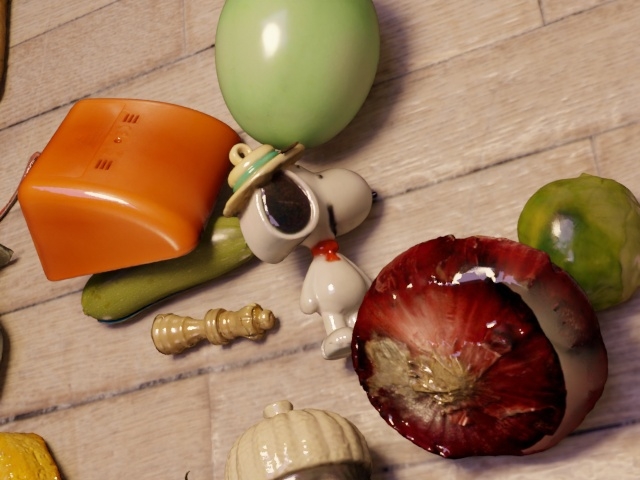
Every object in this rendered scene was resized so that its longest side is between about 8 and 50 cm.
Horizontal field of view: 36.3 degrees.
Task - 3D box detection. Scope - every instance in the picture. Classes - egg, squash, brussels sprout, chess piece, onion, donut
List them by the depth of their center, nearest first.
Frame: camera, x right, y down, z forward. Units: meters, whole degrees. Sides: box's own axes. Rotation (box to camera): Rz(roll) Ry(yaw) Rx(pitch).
[{"bbox_3d":[0.178,0.102,1.069,0.272,0.272,0.195,-13,21,24],"label":"onion"},{"bbox_3d":[0.290,-0.005,1.084,0.151,0.122,0.149,30,89,35],"label":"brussels sprout"},{"bbox_3d":[-0.031,-0.252,1.300,0.220,0.220,0.270,-3,79,28],"label":"egg"},{"bbox_3d":[-0.140,0.116,1.309,0.172,0.060,0.060,-9,66,23],"label":"chess piece"},{"bbox_3d":[-0.455,0.380,1.343,0.253,0.118,0.254,-23,49,30],"label":"donut"},{"bbox_3d":[-0.196,0.024,1.357,0.340,0.094,0.095,-23,61,19],"label":"squash"}]

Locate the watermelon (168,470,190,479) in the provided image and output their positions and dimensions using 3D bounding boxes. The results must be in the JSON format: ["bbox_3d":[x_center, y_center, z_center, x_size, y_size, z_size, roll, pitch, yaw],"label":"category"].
[{"bbox_3d":[-0.180,0.339,1.202,0.105,0.105,0.133,33,108,34],"label":"watermelon"}]

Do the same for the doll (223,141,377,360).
[{"bbox_3d":[-0.017,0.009,1.209,0.208,0.144,0.272,7,64,-17],"label":"doll"}]

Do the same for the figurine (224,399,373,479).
[{"bbox_3d":[0.027,0.329,1.078,0.332,0.185,0.204,37,57,17],"label":"figurine"}]

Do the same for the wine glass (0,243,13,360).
[{"bbox_3d":[-0.541,0.122,1.481,0.126,0.126,0.241,-13,61,23],"label":"wine glass"}]

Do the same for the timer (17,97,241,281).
[{"bbox_3d":[-0.256,-0.079,1.364,0.249,0.161,0.257,1,42,15],"label":"timer"}]

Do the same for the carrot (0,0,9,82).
[{"bbox_3d":[-0.593,-0.351,1.738,0.078,0.078,0.298,-18,65,21],"label":"carrot"}]

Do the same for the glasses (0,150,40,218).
[{"bbox_3d":[-0.595,-0.082,1.532,0.268,0.234,0.118,-40,41,5],"label":"glasses"}]
